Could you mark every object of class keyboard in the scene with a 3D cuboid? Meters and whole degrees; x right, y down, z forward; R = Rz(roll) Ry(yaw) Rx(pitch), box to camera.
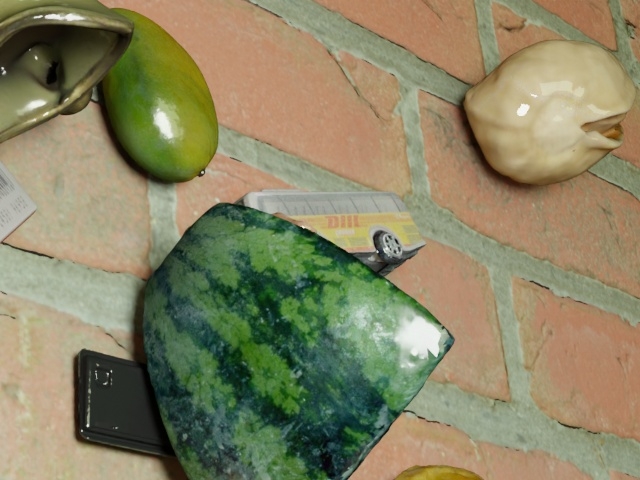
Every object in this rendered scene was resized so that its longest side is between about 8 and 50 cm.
[{"bbox_3d":[-0.131,0.162,1.304,0.230,0.025,0.093,20,54,-39],"label":"keyboard"}]

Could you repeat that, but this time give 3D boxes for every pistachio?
[{"bbox_3d":[0.317,-0.179,1.895,0.318,0.214,0.193,-25,130,-61],"label":"pistachio"}]

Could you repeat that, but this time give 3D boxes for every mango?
[{"bbox_3d":[-0.163,-0.149,1.416,0.122,0.085,0.191,1,67,-44],"label":"mango"}]

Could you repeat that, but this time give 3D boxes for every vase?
[{"bbox_3d":[-0.284,-0.209,1.207,0.302,0.241,0.329,51,-2,15],"label":"vase"}]

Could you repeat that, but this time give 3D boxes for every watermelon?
[{"bbox_3d":[-0.047,0.131,1.312,0.250,0.292,0.283,-38,67,-15],"label":"watermelon"}]

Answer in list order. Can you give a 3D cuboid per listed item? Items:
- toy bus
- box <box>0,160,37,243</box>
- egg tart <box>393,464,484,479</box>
[{"bbox_3d":[0.000,0.000,1.503,0.268,0.092,0.106,-3,60,-48],"label":"toy bus"},{"bbox_3d":[-0.311,-0.033,1.132,0.123,0.050,0.229,52,12,-10],"label":"box"},{"bbox_3d":[0.158,0.356,1.437,0.288,0.118,0.288,21,56,-35],"label":"egg tart"}]
